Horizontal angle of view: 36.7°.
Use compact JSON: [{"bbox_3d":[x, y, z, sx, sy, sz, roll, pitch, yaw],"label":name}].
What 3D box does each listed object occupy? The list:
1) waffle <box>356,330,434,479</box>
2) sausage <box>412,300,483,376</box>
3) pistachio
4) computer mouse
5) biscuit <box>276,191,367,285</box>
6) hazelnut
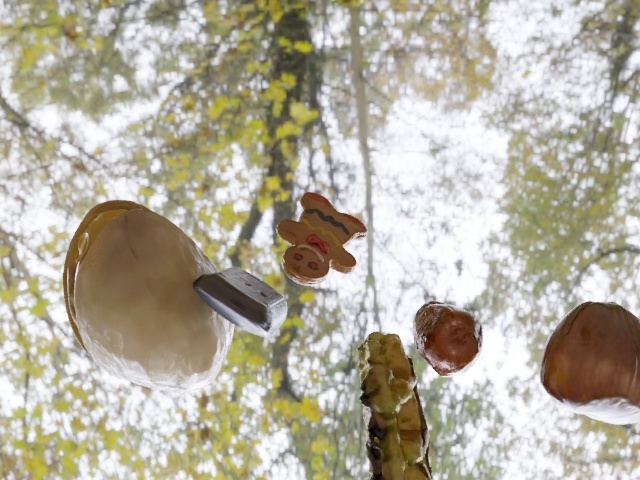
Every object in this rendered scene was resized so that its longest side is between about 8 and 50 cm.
[{"bbox_3d":[0.108,0.332,1.414,0.095,0.382,0.380,-6,-122,-1],"label":"waffle"},{"bbox_3d":[0.164,0.124,1.254,0.089,0.089,0.179,-2,-173,1],"label":"sausage"},{"bbox_3d":[-0.244,0.091,1.388,0.229,0.309,0.230,-19,-158,8],"label":"pistachio"},{"bbox_3d":[-0.106,0.082,1.298,0.120,0.232,0.057,34,-86,3],"label":"computer mouse"},{"bbox_3d":[0.000,-0.001,1.792,0.165,0.036,0.250,31,-143,2],"label":"biscuit"},{"bbox_3d":[0.352,0.151,1.196,0.150,0.150,0.150,-1,-135,1],"label":"hazelnut"}]
